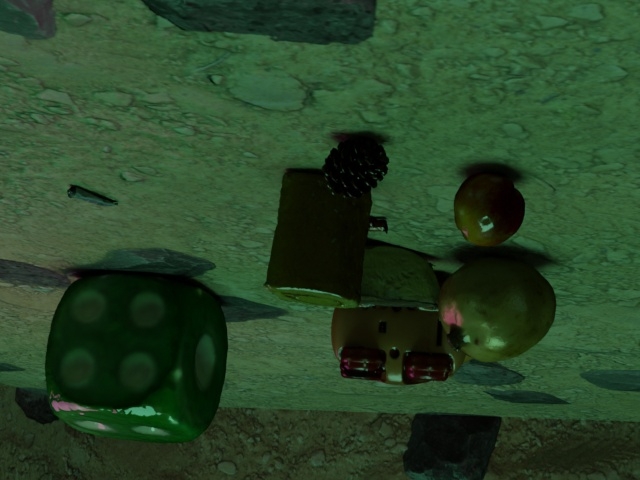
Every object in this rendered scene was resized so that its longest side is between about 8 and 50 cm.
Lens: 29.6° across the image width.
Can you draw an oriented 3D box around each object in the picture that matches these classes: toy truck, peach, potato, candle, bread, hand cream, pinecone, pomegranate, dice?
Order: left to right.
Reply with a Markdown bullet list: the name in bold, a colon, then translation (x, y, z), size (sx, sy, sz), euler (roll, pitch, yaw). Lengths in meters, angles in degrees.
- **hand cream**: translation (-0.353, -0.063, 1.859), size (0.030, 0.019, 0.093), euler (-3, 164, 37)
- **dice**: translation (-0.365, 0.235, 2.410), size (0.300, 0.297, 0.287), euler (4, 162, 13)
- **bread**: translation (0.000, 0.000, 1.649), size (0.131, 0.172, 0.103), euler (7, 164, 3)
- **candle**: translation (0.021, -0.024, 1.837), size (0.167, 0.021, 0.026), euler (1, 154, 23)
- **pinecone**: translation (0.045, -0.089, 1.496), size (0.083, 0.077, 0.077), euler (-8, 159, 43)
- **potato**: translation (0.067, 0.060, 1.976), size (0.243, 0.098, 0.138), euler (7, 170, -30)
- **toy truck**: translation (0.159, 0.166, 2.168), size (0.264, 0.189, 0.239), euler (3, 172, 12)
- **peach**: translation (0.217, -0.038, 1.558), size (0.100, 0.101, 0.101), euler (6, 164, 2)
- **pomegranate**: translation (0.270, 0.115, 1.925), size (0.196, 0.196, 0.196), euler (6, 164, 2)
